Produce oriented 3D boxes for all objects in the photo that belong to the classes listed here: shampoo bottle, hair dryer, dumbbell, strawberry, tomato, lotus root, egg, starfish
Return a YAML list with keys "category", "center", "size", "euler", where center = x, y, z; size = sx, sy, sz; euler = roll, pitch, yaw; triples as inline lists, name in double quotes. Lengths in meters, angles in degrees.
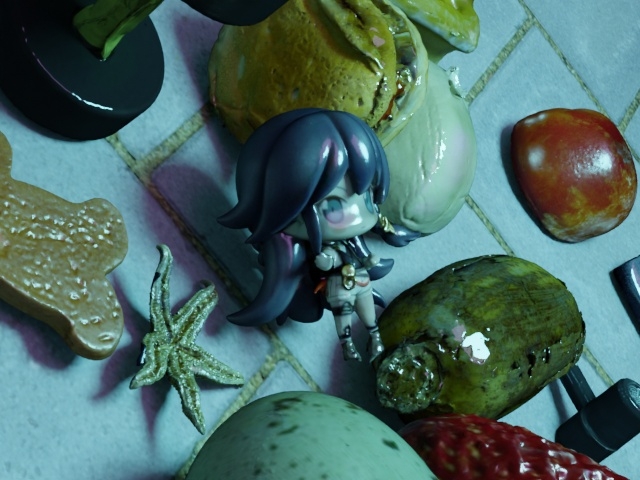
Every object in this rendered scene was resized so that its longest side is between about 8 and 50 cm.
- category: "shampoo bottle"
  center: [0.526, 0.134, 2.219]
  size: [0.087, 0.049, 0.233]
  euler: [-21, 82, -50]
- category: "hair dryer"
  center: [0.352, 0.186, 1.955]
  size: [0.071, 0.124, 0.219]
  euler: [14, 39, -45]
- category: "dumbbell"
  center: [-0.181, -0.257, 1.470]
  size: [0.204, 0.322, 0.203]
  euler: [28, 47, -34]
- category: "strawberry"
  center: [0.219, 0.342, 1.556]
  size: [0.310, 0.292, 0.292]
  euler: [44, 39, -29]
- category: "tomato"
  center: [0.399, -0.108, 2.168]
  size: [0.233, 0.139, 0.200]
  euler: [-4, 75, -50]
- category: "lotus root"
  center: [0.187, 0.124, 1.754]
  size: [0.196, 0.179, 0.397]
  euler: [49, 31, 14]
- category: "egg"
  center: [0.002, 0.318, 1.321]
  size: [0.287, 0.287, 0.379]
  euler: [21, 38, -39]
- category: "starfish"
  center: [-0.132, 0.113, 1.497]
  size: [0.176, 0.053, 0.208]
  euler: [42, 39, -35]

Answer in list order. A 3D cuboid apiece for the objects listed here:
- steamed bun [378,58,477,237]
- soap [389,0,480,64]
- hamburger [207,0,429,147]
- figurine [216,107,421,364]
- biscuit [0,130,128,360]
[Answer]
- category: "steamed bun"
  center: [0.126, -0.132, 1.835]
  size: [0.170, 0.152, 0.238]
  euler: [32, 39, -67]
- category: "soap"
  center: [0.055, -0.410, 1.977]
  size: [0.335, 0.156, 0.293]
  euler: [22, 48, -38]
- category: "hamburger"
  center: [0.001, -0.192, 1.720]
  size: [0.163, 0.244, 0.244]
  euler: [9, 58, -65]
- category: "figurine"
  center: [-0.007, -0.012, 1.581]
  size: [0.175, 0.197, 0.265]
  euler: [-12, 114, -72]
- category: "biscuit"
  center: [-0.322, -0.018, 1.376]
  size: [0.324, 0.049, 0.205]
  euler: [28, 46, -34]
